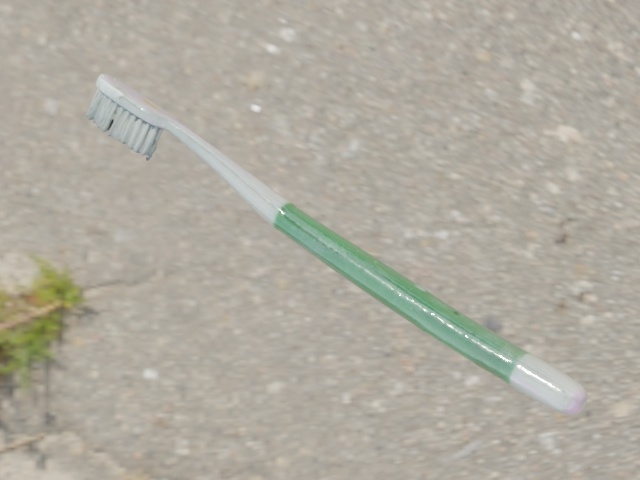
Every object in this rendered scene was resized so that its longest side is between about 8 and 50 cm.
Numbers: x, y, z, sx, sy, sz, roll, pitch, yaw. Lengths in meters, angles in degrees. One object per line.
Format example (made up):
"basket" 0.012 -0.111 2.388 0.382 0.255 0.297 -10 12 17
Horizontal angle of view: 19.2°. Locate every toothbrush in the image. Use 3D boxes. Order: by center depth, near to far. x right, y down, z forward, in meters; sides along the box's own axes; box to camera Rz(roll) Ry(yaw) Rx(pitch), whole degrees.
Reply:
"toothbrush" 0.000 0.000 0.767 0.257 0.018 0.024 32 108 24
